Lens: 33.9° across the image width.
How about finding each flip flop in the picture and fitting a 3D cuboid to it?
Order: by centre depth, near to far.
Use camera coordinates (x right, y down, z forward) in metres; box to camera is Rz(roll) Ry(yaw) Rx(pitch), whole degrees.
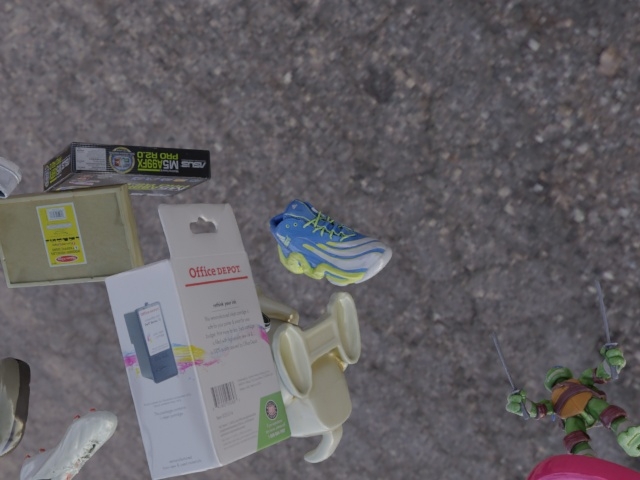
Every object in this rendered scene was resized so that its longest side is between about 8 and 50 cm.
[{"bbox_3d":[-0.366,0.196,1.038,0.080,0.112,0.277,9,147,-35],"label":"flip flop"}]

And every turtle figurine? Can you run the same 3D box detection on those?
[{"bbox_3d":[0.420,0.256,1.765,0.266,0.197,0.275,-115,20,-57],"label":"turtle figurine"}]

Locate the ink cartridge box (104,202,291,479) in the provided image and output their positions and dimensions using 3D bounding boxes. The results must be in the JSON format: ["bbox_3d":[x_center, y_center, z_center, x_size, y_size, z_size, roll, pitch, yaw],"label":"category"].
[{"bbox_3d":[-0.175,0.131,1.465,0.119,0.207,0.354,-16,85,26],"label":"ink cartridge box"}]

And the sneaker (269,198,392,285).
[{"bbox_3d":[0.000,0.000,1.669,0.240,0.091,0.126,-1,132,47],"label":"sneaker"}]

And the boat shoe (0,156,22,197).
[{"bbox_3d":[-0.581,-0.114,1.705,0.184,0.063,0.066,20,147,-1],"label":"boat shoe"}]

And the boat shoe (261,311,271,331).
[{"bbox_3d":[-0.138,0.104,1.702,0.142,0.049,0.040,30,119,-13],"label":"boat shoe"}]

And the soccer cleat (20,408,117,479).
[{"bbox_3d":[-0.382,0.330,1.606,0.196,0.076,0.068,-37,132,17],"label":"soccer cleat"}]

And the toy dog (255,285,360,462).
[{"bbox_3d":[-0.125,0.291,2.372,0.407,0.284,0.396,-2,115,39],"label":"toy dog"}]

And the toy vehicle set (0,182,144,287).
[{"bbox_3d":[-0.454,-0.007,1.871,0.266,0.035,0.166,-4,105,17],"label":"toy vehicle set"}]

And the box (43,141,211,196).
[{"bbox_3d":[-0.373,-0.132,2.013,0.216,0.270,0.060,-16,75,60],"label":"box"}]

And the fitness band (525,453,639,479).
[{"bbox_3d":[0.348,0.333,1.118,0.290,0.054,0.209,31,148,9],"label":"fitness band"}]
